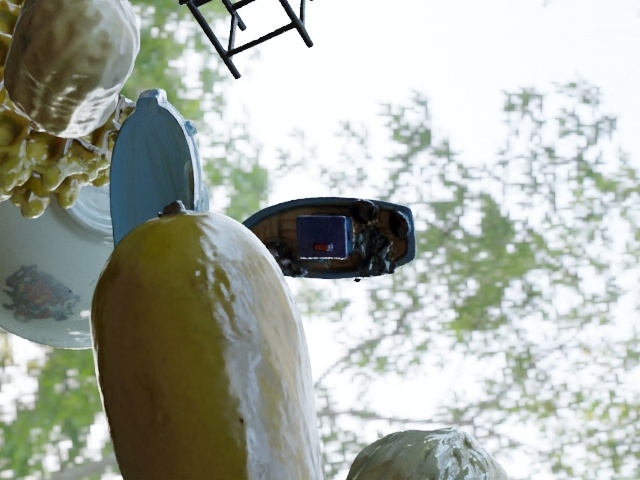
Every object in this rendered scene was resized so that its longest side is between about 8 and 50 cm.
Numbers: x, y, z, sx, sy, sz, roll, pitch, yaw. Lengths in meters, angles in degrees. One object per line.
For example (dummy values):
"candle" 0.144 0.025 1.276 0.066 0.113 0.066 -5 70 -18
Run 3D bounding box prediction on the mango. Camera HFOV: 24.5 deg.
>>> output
"mango" -0.063 0.138 0.981 0.195 0.142 0.331 29 44 -80

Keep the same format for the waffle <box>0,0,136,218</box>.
"waffle" -0.364 -0.195 1.762 0.151 0.261 0.324 -45 -111 45

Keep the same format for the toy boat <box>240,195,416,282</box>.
"toy boat" 0.000 0.000 1.682 0.223 0.097 0.100 -2 -86 15

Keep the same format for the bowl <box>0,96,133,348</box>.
"bowl" -0.344 -0.070 2.172 0.196 0.435 0.434 -27 -110 57

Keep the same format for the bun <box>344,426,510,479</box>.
"bun" 0.118 0.245 1.533 0.183 0.183 0.102 13 -76 53

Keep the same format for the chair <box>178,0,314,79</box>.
"chair" -0.124 -0.372 1.987 0.141 0.260 0.154 -21 -144 18

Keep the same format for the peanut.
"peanut" -0.172 -0.125 1.011 0.194 0.083 0.093 145 -40 -72

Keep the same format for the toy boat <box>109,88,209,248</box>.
"toy boat" -0.153 -0.044 1.405 0.102 0.088 0.215 62 23 -75
